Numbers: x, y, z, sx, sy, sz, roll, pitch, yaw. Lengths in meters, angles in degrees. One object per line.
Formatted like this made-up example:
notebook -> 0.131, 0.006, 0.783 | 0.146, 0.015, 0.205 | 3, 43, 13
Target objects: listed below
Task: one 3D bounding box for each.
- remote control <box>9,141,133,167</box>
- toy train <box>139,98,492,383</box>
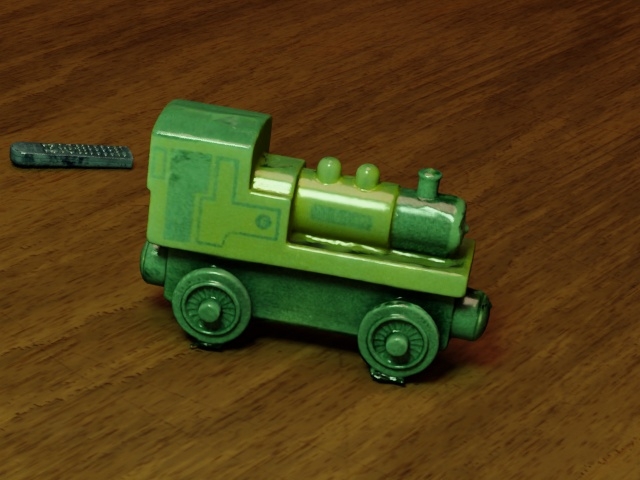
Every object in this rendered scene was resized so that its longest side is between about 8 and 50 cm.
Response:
remote control -> -0.311, -0.105, 2.260 | 0.152, 0.027, 0.043 | 0, 19, -19
toy train -> 0.000, 0.000, 1.861 | 0.369, 0.237, 0.150 | 10, 23, 6
